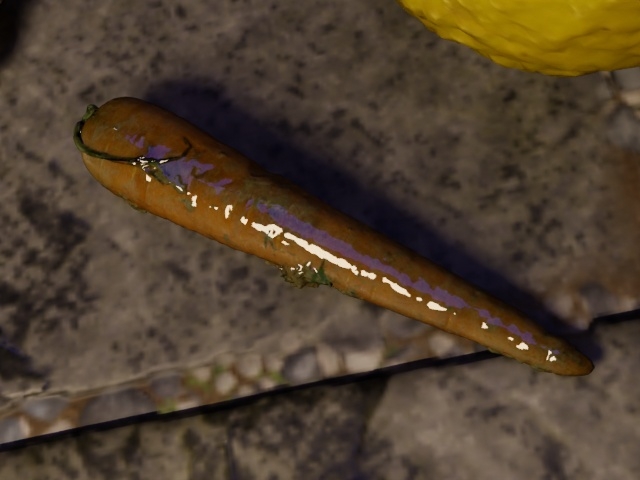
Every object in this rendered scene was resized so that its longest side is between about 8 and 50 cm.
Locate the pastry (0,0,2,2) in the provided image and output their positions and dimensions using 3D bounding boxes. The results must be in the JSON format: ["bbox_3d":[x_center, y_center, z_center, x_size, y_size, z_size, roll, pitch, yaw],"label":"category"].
[{"bbox_3d":[-0.299,-0.129,0.564,0.256,0.170,0.237,-40,70,-10],"label":"pastry"}]

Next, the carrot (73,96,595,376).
[{"bbox_3d":[0.000,0.000,0.521,0.254,0.049,0.049,26,77,15],"label":"carrot"}]

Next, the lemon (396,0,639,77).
[{"bbox_3d":[0.109,-0.202,0.422,0.268,0.322,0.268,7,65,-16],"label":"lemon"}]
